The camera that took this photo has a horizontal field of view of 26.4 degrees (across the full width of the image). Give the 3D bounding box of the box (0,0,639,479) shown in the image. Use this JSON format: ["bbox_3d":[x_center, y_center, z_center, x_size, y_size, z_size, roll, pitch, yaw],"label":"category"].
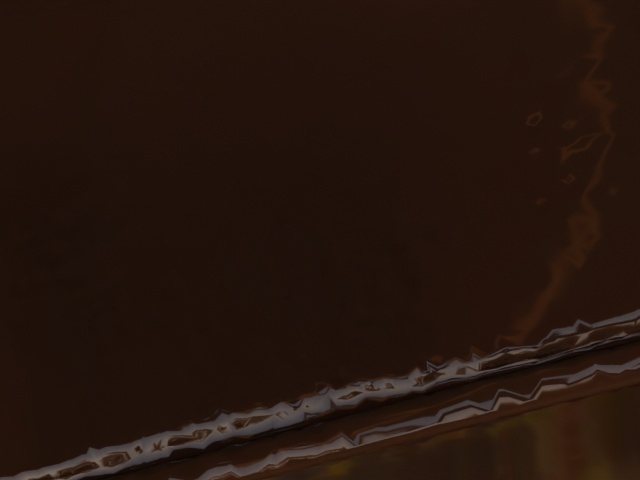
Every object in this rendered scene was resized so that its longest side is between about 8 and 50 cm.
[{"bbox_3d":[0.000,0.000,0.482,0.239,0.339,0.229,50,-156,-64],"label":"box"}]
